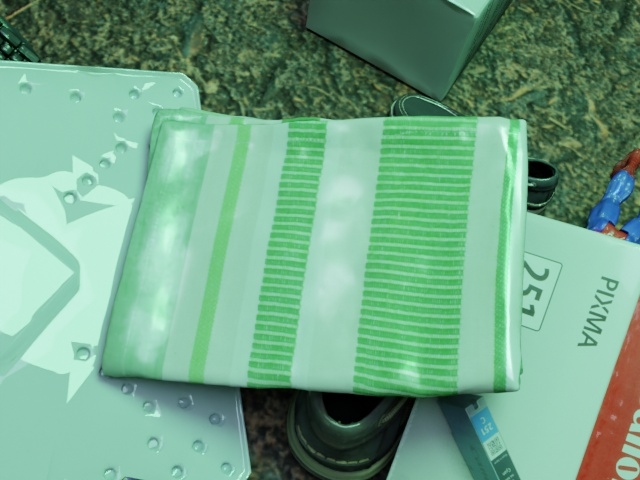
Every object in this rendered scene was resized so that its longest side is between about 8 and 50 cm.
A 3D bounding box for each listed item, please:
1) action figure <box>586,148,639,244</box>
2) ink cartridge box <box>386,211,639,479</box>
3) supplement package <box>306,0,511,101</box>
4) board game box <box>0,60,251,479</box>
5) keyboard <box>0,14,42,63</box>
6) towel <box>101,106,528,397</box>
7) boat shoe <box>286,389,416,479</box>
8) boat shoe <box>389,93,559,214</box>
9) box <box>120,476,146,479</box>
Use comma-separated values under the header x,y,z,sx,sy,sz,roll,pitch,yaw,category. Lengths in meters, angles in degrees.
x,y,z,sx,sy,sz,roll,pitch,yaw,category
0.279,0.021,0.803,0.091,0.139,0.280,37,41,15,action figure
0.212,0.146,0.628,0.261,0.066,0.296,19,87,21,ink cartridge box
0.122,-0.312,0.908,0.194,0.149,0.203,32,63,9,supplement package
-0.272,0.036,0.639,0.390,0.050,0.389,-2,73,-27,board game box
-0.422,-0.126,0.749,0.201,0.033,0.317,41,60,-22,keyboard
0.000,0.000,0.637,0.325,0.038,0.247,3,67,10,towel
0.079,0.048,0.724,0.132,0.130,0.355,20,62,3,boat shoe
0.169,-0.108,0.857,0.206,0.065,0.075,36,64,11,boat shoe
-0.200,0.272,0.497,0.293,0.201,0.057,-39,73,-11,box
